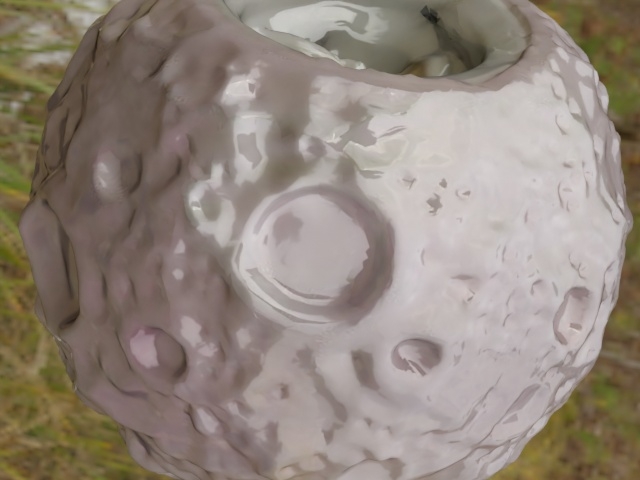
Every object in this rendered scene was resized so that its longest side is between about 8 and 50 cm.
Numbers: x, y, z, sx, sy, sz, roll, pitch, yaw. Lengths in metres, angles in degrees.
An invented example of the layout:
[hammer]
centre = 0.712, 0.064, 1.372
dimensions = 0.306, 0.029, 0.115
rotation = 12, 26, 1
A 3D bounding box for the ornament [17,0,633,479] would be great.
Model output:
[ornament]
centre = 0.000, 0.000, 0.720
dimensions = 0.259, 0.259, 0.225
rotation = -35, 143, -50
